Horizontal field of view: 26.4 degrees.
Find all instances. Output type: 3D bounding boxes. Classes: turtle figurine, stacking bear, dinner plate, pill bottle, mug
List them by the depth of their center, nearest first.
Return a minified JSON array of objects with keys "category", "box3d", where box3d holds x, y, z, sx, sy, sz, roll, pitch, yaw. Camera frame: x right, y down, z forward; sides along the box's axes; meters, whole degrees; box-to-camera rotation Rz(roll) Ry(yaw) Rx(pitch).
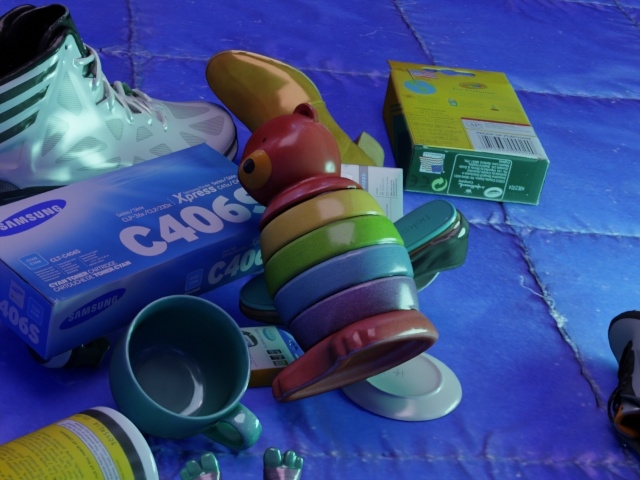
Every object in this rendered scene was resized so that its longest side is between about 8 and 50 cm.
[{"category":"pill bottle","box3d":[-0.250,0.228,1.153,0.119,0.119,0.208,32,35,34]},{"category":"turtle figurine","box3d":[-0.042,0.256,1.176,0.175,0.118,0.234,16,10,-21]},{"category":"mug","box3d":[-0.141,0.144,1.352,0.129,0.097,0.157,-5,68,-27]},{"category":"stacking bear","box3d":[0.000,0.000,1.444,0.164,0.175,0.289,-8,69,-42]},{"category":"dinner plate","box3d":[0.088,0.151,1.505,0.141,0.017,0.141,6,29,-4]}]

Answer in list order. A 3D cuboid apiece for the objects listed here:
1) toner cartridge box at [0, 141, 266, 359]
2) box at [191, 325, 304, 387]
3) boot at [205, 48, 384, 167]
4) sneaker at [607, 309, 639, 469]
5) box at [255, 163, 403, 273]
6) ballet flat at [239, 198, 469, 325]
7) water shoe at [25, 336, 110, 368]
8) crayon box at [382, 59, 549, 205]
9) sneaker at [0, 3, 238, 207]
[{"category":"toner cartridge box","box3d":[-0.204,0.001,1.478,0.165,0.075,0.348,34,38,29]},{"category":"box","box3d":[-0.087,0.127,1.481,0.136,0.028,0.081,-1,31,-23]},{"category":"boot","box3d":[-0.044,-0.127,1.803,0.295,0.104,0.211,32,33,-7]},{"category":"sneaker","box3d":[0.360,0.162,1.491,0.108,0.100,0.271,0,30,-8]},{"category":"box","box3d":[0.009,-0.025,1.684,0.186,0.038,0.145,4,71,-9]},{"category":"ballet flat","box3d":[0.048,0.050,1.566,0.280,0.096,0.095,-22,39,-3]},{"category":"water shoe","box3d":[-0.287,0.075,1.486,0.080,0.073,0.203,16,28,-33]},{"category":"crayon box","box3d":[0.207,-0.168,2.042,0.202,0.081,0.318,6,30,-8]},{"category":"sneaker","box3d":[-0.267,-0.172,1.717,0.169,0.257,0.447,32,35,34]}]
